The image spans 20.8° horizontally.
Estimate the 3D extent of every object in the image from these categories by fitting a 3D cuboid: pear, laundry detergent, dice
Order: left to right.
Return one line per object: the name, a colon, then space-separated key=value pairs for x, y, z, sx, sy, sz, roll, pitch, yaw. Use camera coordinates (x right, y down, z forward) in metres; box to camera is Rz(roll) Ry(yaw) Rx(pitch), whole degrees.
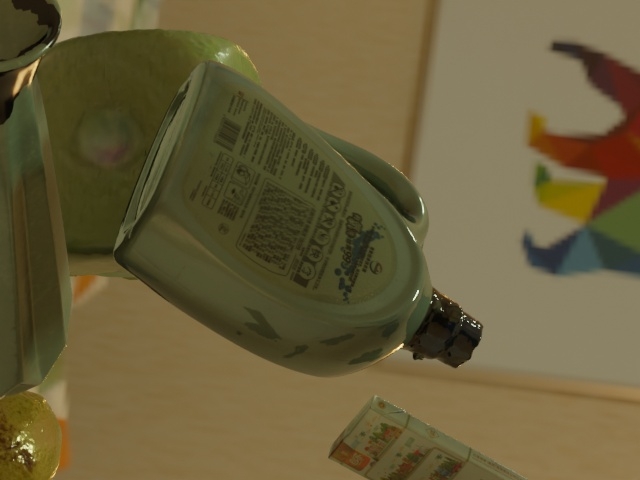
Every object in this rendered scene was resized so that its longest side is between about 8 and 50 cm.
pear: x=-0.345 y=0.220 z=1.773 sx=0.178 sy=0.178 sz=0.178 roll=7 pitch=90 yaw=-85
dice: x=-0.197 y=-0.084 z=1.934 sx=0.250 sy=0.251 sz=0.255 roll=41 pitch=47 yaw=-72
laundry detergent: x=0.000 y=0.000 z=1.304 sx=0.105 sy=0.280 sz=0.215 roll=-50 pitch=-162 yaw=44

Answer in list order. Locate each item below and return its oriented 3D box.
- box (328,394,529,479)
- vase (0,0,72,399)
box: x=0.131 y=0.281 z=2.139 sx=0.122 sy=0.220 sz=0.032 roll=-54 pitch=-170 yaw=43
vase: x=-0.256 y=-0.032 z=1.271 sx=0.360 sy=0.165 sz=0.165 roll=102 pitch=-1 yaw=-47
